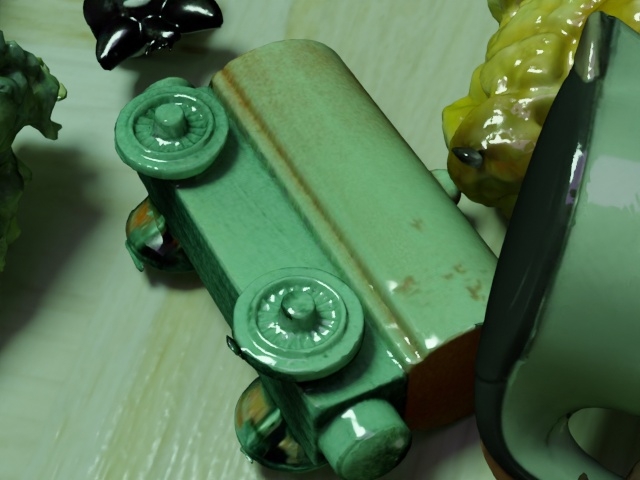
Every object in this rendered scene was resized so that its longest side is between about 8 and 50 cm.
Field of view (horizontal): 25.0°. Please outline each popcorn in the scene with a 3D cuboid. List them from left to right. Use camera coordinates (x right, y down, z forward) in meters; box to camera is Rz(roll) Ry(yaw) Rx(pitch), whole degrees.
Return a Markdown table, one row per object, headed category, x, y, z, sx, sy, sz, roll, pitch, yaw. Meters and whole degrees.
| category | x | y | z | sx | sy | sz | roll | pitch | yaw |
| --- | --- | --- | --- | --- | --- | --- | --- | --- | --- |
| popcorn | 0.161 | -0.080 | 0.784 | 0.194 | 0.140 | 0.163 | -27 | 31 | 18 |

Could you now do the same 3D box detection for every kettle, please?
| category | x | y | z | sx | sy | sz | roll | pitch | yaw |
| --- | --- | --- | --- | --- | --- | --- | --- | --- | --- |
| kettle | 0.204 | 0.043 | 0.647 | 0.255 | 0.240 | 0.165 | 14 | 15 | 1 |

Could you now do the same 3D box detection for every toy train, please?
| category | x | y | z | sx | sy | sz | roll | pitch | yaw |
| --- | --- | --- | --- | --- | --- | --- | --- | --- | --- |
| toy train | 0.000 | 0.000 | 0.795 | 0.177 | 0.116 | 0.285 | -22 | 51 | -17 |

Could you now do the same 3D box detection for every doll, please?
| category | x | y | z | sx | sy | sz | roll | pitch | yaw |
| --- | --- | --- | --- | --- | --- | --- | --- | --- | --- |
| doll | -0.123 | -0.188 | 0.977 | 0.091 | 0.067 | 0.219 | -21 | 47 | 3 |

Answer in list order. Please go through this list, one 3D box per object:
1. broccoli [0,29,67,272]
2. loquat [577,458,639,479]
| category | x | y | z | sx | sy | sz | roll | pitch | yaw |
| --- | --- | --- | --- | --- | --- | --- | --- | --- | --- |
| broccoli | -0.328 | -0.082 | 0.845 | 0.347 | 0.293 | 0.281 | -15 | 14 | -9 |
| loquat | 0.165 | 0.189 | 0.534 | 0.243 | 0.244 | 0.244 | -7 | 54 | 9 |
